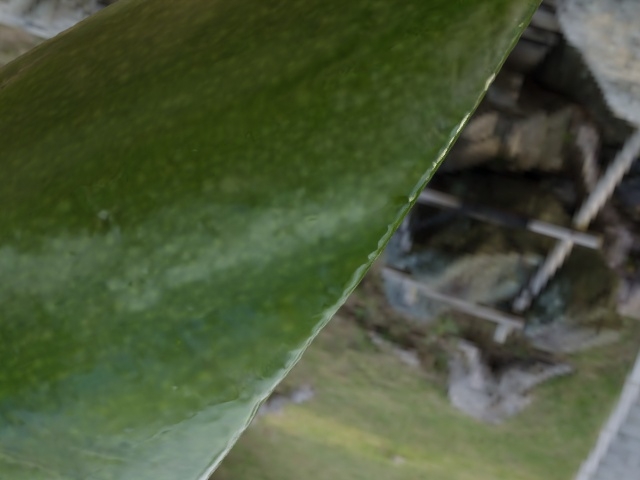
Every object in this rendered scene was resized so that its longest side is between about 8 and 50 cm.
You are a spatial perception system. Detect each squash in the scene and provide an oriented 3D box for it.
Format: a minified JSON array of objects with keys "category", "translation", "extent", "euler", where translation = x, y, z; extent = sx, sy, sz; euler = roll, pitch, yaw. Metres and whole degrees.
[{"category":"squash","translation":[0.000,0.000,0.509],"extent":[0.289,0.203,0.111],"euler":[-19,-164,17]}]
